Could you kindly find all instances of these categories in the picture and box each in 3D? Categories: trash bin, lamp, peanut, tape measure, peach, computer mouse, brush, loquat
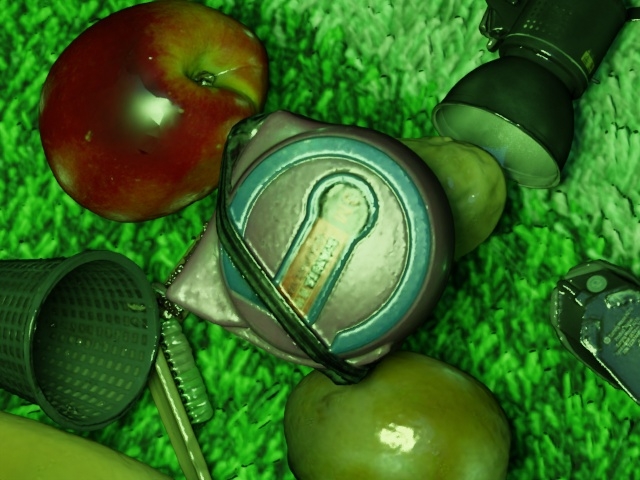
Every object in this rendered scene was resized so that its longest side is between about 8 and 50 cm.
[{"bbox_3d":[-0.268,0.088,1.912,0.161,0.175,0.175,7,77,41],"label":"trash bin"},{"bbox_3d":[0.222,-0.187,1.986,0.172,0.147,0.227,21,70,29],"label":"lamp"},{"bbox_3d":[0.031,-0.016,1.948,0.319,0.147,0.147,-24,80,0],"label":"peanut"},{"bbox_3d":[0.000,0.000,1.816,0.245,0.149,0.231,30,94,10],"label":"tape measure"},{"bbox_3d":[-0.164,-0.130,1.934,0.243,0.243,0.199,-36,99,-5],"label":"peach"},{"bbox_3d":[0.314,0.100,1.955,0.192,0.062,0.106,40,83,14],"label":"computer mouse"},{"bbox_3d":[-0.090,-0.023,2.001,0.043,0.036,0.248,35,82,3],"label":"brush"},{"bbox_3d":[-0.121,0.204,1.951,0.048,0.054,0.282,-17,79,-22],"label":"brush"},{"bbox_3d":[0.072,0.192,1.888,0.227,0.179,0.179,13,80,12],"label":"loquat"}]

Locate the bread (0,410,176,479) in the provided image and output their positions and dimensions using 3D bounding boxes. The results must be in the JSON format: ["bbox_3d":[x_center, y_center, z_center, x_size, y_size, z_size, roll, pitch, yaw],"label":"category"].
[{"bbox_3d":[-0.298,0.354,1.826,0.348,0.253,0.376,21,82,2],"label":"bread"}]
